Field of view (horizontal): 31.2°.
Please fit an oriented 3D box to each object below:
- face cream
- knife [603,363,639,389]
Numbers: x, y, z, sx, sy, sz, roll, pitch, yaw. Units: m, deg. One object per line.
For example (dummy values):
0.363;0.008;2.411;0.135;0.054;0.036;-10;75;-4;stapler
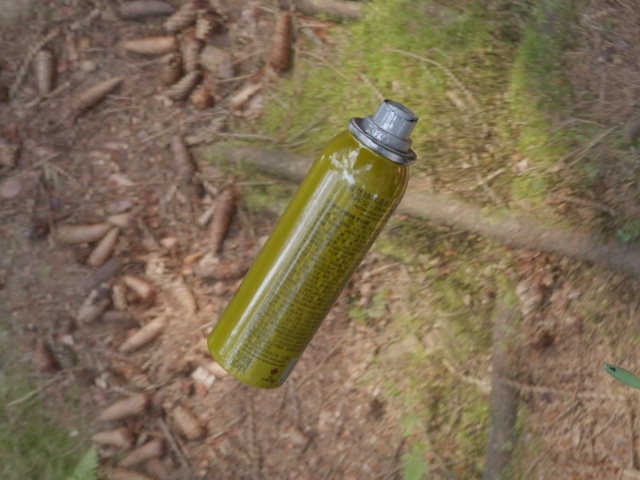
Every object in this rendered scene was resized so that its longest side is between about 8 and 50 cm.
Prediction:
0.000;0.000;1.263;0.105;0.105;0.348;37;110;13;face cream
0.526;0.233;1.841;0.207;0.014;0.030;27;97;-29;knife
